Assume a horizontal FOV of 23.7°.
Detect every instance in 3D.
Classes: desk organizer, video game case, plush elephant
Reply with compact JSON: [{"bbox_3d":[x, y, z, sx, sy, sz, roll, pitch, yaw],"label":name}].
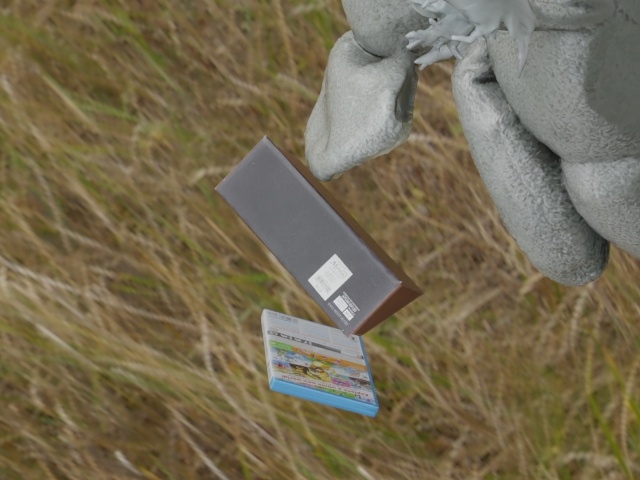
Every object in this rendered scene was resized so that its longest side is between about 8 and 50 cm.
[{"bbox_3d":[0.000,0.000,0.932,0.047,0.050,0.130,-46,67,9],"label":"desk organizer"},{"bbox_3d":[-0.003,0.131,1.664,0.166,0.119,0.015,-103,32,-66],"label":"video game case"},{"bbox_3d":[0.118,-0.131,0.839,0.255,0.330,0.272,42,114,54],"label":"plush elephant"}]
